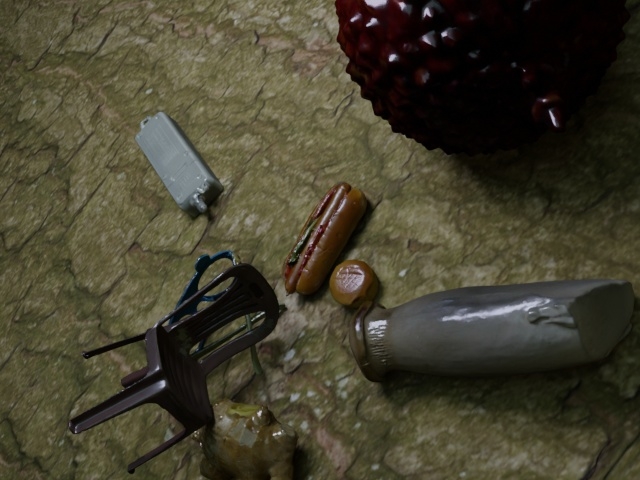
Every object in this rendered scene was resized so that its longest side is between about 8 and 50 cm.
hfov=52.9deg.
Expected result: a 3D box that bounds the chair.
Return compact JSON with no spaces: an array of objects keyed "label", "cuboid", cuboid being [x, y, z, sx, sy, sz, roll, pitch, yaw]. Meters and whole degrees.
[{"label":"chair","cuboid":[-0.212,0.198,1.038,0.326,0.175,0.183,-29,41,5]}]

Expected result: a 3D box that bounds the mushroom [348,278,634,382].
[{"label":"mushroom","cuboid":[0.226,0.130,0.917,0.407,0.154,0.137,-14,103,28]}]

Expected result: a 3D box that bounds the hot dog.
[{"label":"hot dog","cuboid":[0.000,0.000,1.161,0.092,0.062,0.235,26,84,33]}]

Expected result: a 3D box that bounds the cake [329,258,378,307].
[{"label":"cake","cuboid":[0.057,0.075,1.104,0.084,0.044,0.084,-14,61,26]}]

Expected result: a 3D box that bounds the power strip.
[{"label":"power strip","cuboid":[-0.315,-0.169,1.427,0.098,0.058,0.338,-44,54,7]}]

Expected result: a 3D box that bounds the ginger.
[{"label":"ginger","cuboid":[-0.132,0.339,1.066,0.216,0.102,0.157,7,97,30]}]

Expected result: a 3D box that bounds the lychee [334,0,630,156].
[{"label":"lychee","cuboid":[0.236,-0.318,0.944,0.424,0.424,0.500,-36,52,12]}]

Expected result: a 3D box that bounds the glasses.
[{"label":"glasses","cuboid":[-0.168,0.155,1.197,0.207,0.102,0.239,29,83,9]}]
